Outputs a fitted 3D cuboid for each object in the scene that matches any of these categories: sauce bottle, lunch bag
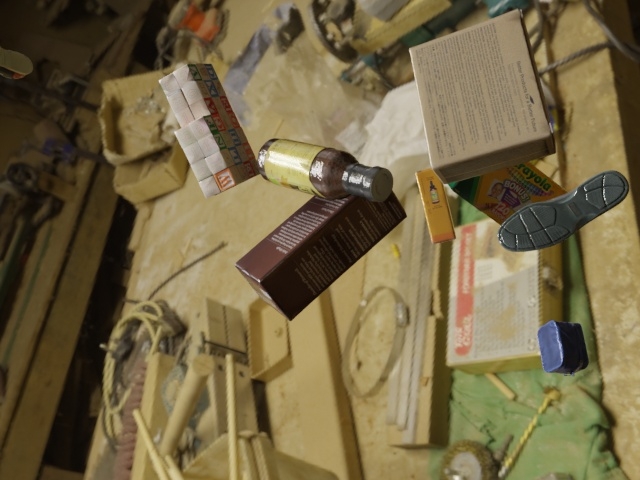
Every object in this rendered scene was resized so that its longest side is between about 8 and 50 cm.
[{"bbox_3d":[0.005,-0.147,1.450,0.344,0.111,0.111,20,85,46],"label":"sauce bottle"},{"bbox_3d":[0.441,0.196,1.216,0.067,0.065,0.098,122,149,-61],"label":"lunch bag"}]

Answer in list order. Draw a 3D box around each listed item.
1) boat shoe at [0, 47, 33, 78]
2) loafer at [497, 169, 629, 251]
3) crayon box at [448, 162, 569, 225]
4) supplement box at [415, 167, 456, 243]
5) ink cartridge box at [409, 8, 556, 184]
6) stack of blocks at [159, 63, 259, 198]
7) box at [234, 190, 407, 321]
[{"bbox_3d":[-0.524,-0.292,1.066,0.043,0.137,0.049,-8,78,28],"label":"boat shoe"},{"bbox_3d":[0.492,-0.048,1.366,0.267,0.084,0.096,-28,74,19],"label":"loafer"},{"bbox_3d":[0.470,-0.126,1.676,0.165,0.278,0.081,-52,16,16],"label":"crayon box"},{"bbox_3d":[0.361,-0.110,2.108,0.078,0.080,0.233,-13,90,15],"label":"supplement box"},{"bbox_3d":[0.263,-0.232,1.112,0.193,0.088,0.235,-14,69,20],"label":"ink cartridge box"},{"bbox_3d":[-0.265,-0.265,1.608,0.087,0.297,0.171,-22,7,21],"label":"stack of blocks"},{"bbox_3d":[0.000,0.000,1.609,0.381,0.143,0.191,-39,23,-12],"label":"box"}]
